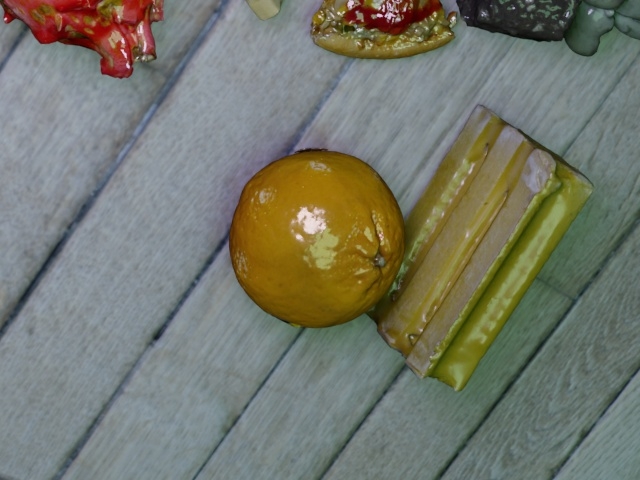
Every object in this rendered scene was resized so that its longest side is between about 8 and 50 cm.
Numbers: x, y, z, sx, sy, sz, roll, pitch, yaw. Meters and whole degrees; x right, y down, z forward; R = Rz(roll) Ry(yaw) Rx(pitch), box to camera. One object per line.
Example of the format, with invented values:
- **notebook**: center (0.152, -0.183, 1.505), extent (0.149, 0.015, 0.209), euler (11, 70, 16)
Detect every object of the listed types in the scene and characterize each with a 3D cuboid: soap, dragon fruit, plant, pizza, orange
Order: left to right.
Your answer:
- **dragon fruit**: center (-0.243, -0.292, 1.405), extent (0.205, 0.210, 0.268), euler (-29, 97, 4)
- **orange**: center (-0.002, -0.001, 1.662), extent (0.219, 0.193, 0.219), euler (-4, 99, -22)
- **pizza**: center (0.081, -0.303, 1.611), extent (0.188, 0.062, 0.198), euler (-7, 117, -19)
- **soap**: center (0.188, 0.009, 1.732), extent (0.091, 0.199, 0.315), euler (24, 103, -36)
- **plant**: center (0.300, -0.295, 1.645), extent (0.275, 0.146, 0.149), euler (6, 110, -23)

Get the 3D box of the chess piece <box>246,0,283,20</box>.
- **chess piece**: center (-0.098, -0.333, 1.515), extent (0.090, 0.090, 0.200), euler (-40, 124, 2)
